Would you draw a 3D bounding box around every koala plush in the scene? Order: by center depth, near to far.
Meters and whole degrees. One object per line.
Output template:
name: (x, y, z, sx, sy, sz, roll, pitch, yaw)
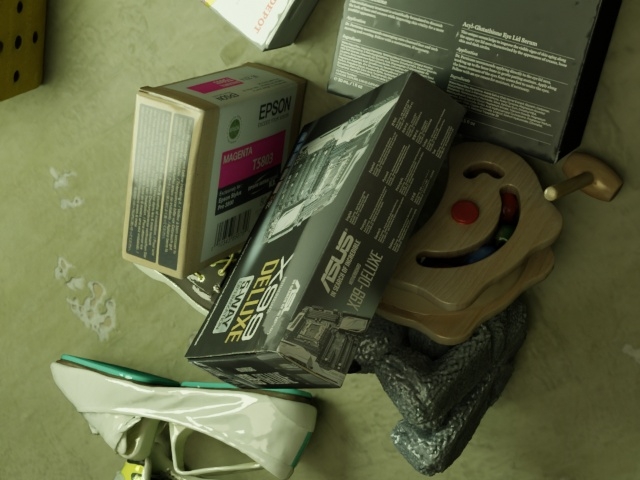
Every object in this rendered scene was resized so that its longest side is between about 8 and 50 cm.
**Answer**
koala plush: (0.092, 0.105, 1.176, 0.221, 0.203, 0.196, 30, 155, 29)

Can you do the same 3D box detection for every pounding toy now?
pounding toy: (0.161, -0.035, 1.067, 0.154, 0.269, 0.154, 43, 156, 29)

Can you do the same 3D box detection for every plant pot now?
plant pot: (-0.468, -0.271, 1.349, 0.187, 0.212, 0.212, 14, 111, 11)

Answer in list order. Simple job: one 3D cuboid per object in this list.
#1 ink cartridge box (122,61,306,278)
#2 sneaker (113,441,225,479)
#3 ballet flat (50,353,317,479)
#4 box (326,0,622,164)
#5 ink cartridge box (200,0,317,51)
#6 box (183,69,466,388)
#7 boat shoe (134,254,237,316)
ink cartridge box: (-0.115, -0.085, 1.190, 0.088, 0.235, 0.193, 19, 114, 22)
sneaker: (-0.132, 0.410, 1.400, 0.385, 0.145, 0.147, 25, 115, 18)
ballet flat: (-0.198, 0.234, 1.376, 0.400, 0.139, 0.139, 5, 107, 24)
box: (0.155, -0.210, 1.085, 0.261, 0.103, 0.184, 21, 116, 22)
ink cartridge box: (-0.082, -0.316, 1.196, 0.175, 0.072, 0.127, 41, 119, 12)
box: (0.000, 0.000, 1.062, 0.077, 0.307, 0.242, 32, 161, -18)
boat shoe: (-0.144, 0.037, 1.330, 0.228, 0.081, 0.068, 28, 120, 21)
